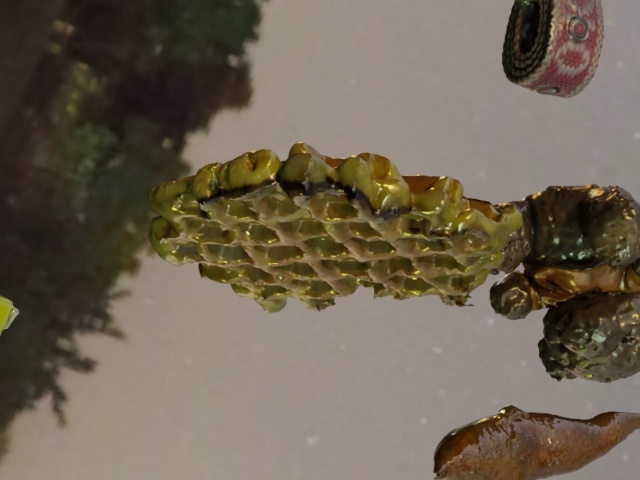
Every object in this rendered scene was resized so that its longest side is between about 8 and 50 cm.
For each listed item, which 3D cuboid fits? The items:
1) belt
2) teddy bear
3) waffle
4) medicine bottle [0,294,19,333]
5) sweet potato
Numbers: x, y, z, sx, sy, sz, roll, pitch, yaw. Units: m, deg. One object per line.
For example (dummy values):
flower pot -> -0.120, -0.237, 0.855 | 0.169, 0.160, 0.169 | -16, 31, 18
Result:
belt -> 0.169, -0.213, 0.965 | 0.071, 0.053, 0.232 | 4, -98, 64
teddy bear -> 0.245, 0.040, 1.304 | 0.140, 0.177, 0.190 | -34, 110, -63
waffle -> 0.007, -0.002, 1.157 | 0.301, 0.281, 0.058 | -15, -121, 45
medicine bottle -> -0.333, 0.053, 0.873 | 0.141, 0.250, 0.137 | 13, -100, 36
sweet potato -> 0.161, 0.160, 1.101 | 0.068, 0.226, 0.068 | 15, -71, 56
